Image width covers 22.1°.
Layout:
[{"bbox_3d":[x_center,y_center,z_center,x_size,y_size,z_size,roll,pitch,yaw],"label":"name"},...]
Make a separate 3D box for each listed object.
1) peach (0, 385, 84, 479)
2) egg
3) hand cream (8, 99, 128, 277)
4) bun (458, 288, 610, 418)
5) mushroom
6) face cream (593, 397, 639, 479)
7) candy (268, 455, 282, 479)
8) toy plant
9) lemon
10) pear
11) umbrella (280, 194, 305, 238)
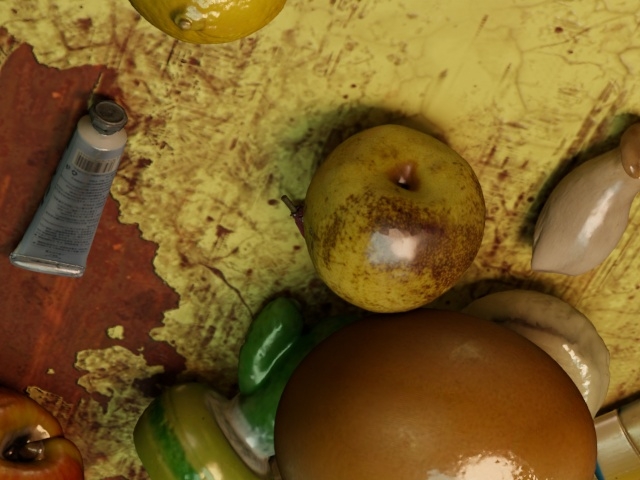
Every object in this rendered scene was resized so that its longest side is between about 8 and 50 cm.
[{"bbox_3d":[-0.425,0.302,1.973,0.281,0.238,0.281,-25,162,-9],"label":"peach"},{"bbox_3d":[0.121,0.215,1.764,0.351,0.282,0.282,9,135,19],"label":"egg"},{"bbox_3d":[-0.268,-0.049,1.788,0.088,0.055,0.256,10,133,-21],"label":"hand cream"},{"bbox_3d":[0.237,0.146,1.927,0.222,0.127,0.222,8,116,16],"label":"bun"},{"bbox_3d":[0.304,-0.037,1.796,0.097,0.088,0.212,18,123,-30],"label":"mushroom"},{"bbox_3d":[0.463,0.229,2.051,0.285,0.067,0.139,-27,125,21],"label":"face cream"},{"bbox_3d":[-0.022,0.298,2.084,0.110,0.085,0.095,26,167,-20],"label":"candy"},{"bbox_3d":[-0.056,0.197,1.962,0.316,0.184,0.224,-34,108,8],"label":"toy plant"},{"bbox_3d":[-0.105,-0.268,1.503,0.178,0.203,0.178,8,144,6],"label":"lemon"},{"bbox_3d":[0.074,-0.016,1.738,0.197,0.197,0.197,-1,132,-1],"label":"pear"},{"bbox_3d":[0.000,0.000,1.859,0.027,0.025,0.165,-35,129,3],"label":"umbrella"}]
